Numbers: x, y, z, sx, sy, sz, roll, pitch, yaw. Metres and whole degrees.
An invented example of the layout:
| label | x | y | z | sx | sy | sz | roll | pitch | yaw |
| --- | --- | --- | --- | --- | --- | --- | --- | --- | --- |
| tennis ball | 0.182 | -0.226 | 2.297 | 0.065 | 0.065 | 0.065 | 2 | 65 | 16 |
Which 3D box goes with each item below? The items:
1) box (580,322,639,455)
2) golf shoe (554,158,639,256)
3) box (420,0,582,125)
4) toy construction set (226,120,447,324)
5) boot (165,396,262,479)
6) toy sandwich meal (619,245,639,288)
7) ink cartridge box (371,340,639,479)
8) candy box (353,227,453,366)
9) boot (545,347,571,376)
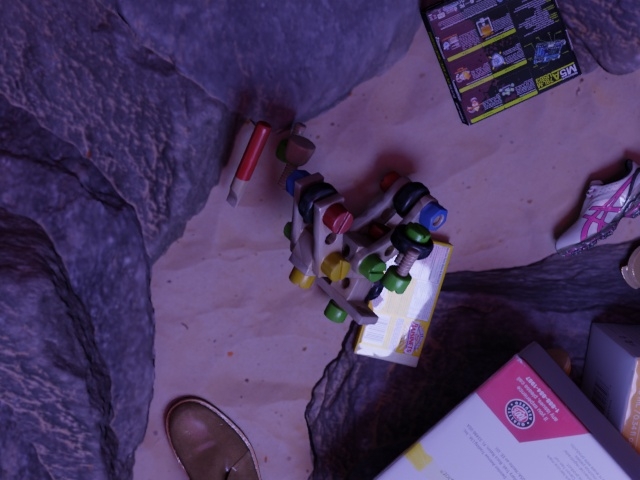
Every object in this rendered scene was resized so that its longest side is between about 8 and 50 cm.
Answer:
| label | x | y | z | sx | sy | sz | roll | pitch | yaw |
| --- | --- | --- | --- | --- | --- | --- | --- | --- | --- |
| box | 0.608 | 0.265 | 1.586 | 0.345 | 0.168 | 0.215 | 4 | 104 | -9 |
| golf shoe | 0.434 | -0.047 | 1.544 | 0.186 | 0.067 | 0.086 | -37 | 77 | 5 |
| box | 0.267 | -0.290 | 1.463 | 0.191 | 0.045 | 0.184 | -25 | 109 | -2 |
| toy construction set | 0.000 | 0.000 | 1.428 | 0.309 | 0.257 | 0.237 | 33 | 117 | 11 |
| boot | -0.144 | 0.382 | 1.531 | 0.112 | 0.115 | 0.305 | -29 | 93 | 2 |
| toy sandwich meal | 0.522 | 0.041 | 1.591 | 0.086 | 0.029 | 0.085 | -2 | 101 | -10 |
| ink cartridge box | 0.256 | 0.380 | 1.466 | 0.385 | 0.160 | 0.279 | -44 | 79 | 17 |
| candy box | 0.128 | 0.090 | 1.548 | 0.105 | 0.027 | 0.206 | 14 | 102 | -11 |
| boot | 0.347 | 0.330 | 1.612 | 0.211 | 0.104 | 0.295 | 39 | 101 | -20 |
